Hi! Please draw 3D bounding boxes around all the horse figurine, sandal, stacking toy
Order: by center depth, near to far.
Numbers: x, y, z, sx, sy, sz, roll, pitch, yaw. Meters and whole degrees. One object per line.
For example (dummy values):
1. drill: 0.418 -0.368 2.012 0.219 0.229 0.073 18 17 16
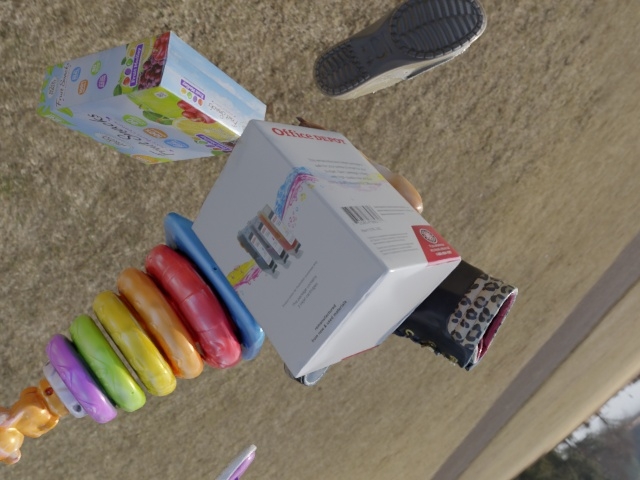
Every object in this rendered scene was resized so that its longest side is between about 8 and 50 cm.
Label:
1. stacking toy: -0.219 0.126 0.545 0.302 0.175 0.165 -35 170 -24
2. horse figurine: 0.077 -0.066 0.751 0.066 0.263 0.174 -42 159 -12
3. sandal: -0.274 0.702 1.314 0.416 0.102 0.169 -53 171 -1

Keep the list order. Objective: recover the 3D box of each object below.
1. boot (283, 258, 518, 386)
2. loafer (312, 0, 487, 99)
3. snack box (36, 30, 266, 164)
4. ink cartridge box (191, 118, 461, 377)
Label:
1. boot: 0.076 0.095 0.557 0.236 0.179 0.085 -60 151 8
2. loafer: 0.116 -0.295 0.794 0.269 0.101 0.092 -20 -177 8
3. snack box: -0.201 -0.160 0.635 0.174 0.207 0.070 25 69 -57
4. ink cartridge box: 0.000 0.000 0.454 0.128 0.176 0.127 -5 139 -51
